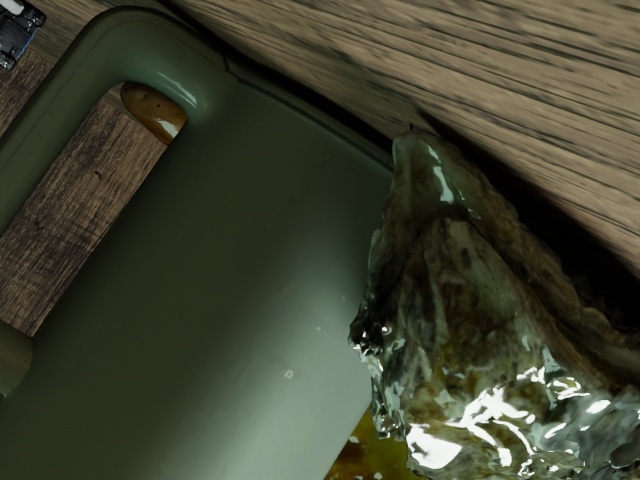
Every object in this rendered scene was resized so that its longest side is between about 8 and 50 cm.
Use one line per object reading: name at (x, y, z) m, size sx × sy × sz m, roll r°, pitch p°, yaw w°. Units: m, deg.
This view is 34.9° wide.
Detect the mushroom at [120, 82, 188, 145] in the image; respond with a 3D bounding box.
mushroom at (-0.178, -0.142, 1.177) m, size 0.123 × 0.052 × 0.123 m, roll 34°, pitch 175°, yaw 4°

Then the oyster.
oyster at (0.109, 0.070, 0.541) m, size 0.158 × 0.162 × 0.351 m, roll 52°, pitch 179°, yaw 44°

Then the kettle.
kettle at (-0.090, 0.056, 0.631) m, size 0.265 × 0.318 × 0.205 m, roll 34°, pitch 179°, yaw 7°

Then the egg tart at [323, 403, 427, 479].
egg tart at (0.117, 0.153, 0.842) m, size 0.132 × 0.341 × 0.341 m, roll -11°, pitch -151°, yaw -38°

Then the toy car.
toy car at (-0.390, -0.263, 1.152) m, size 0.070 × 0.080 × 0.171 m, roll 33°, pitch 178°, yaw 24°
